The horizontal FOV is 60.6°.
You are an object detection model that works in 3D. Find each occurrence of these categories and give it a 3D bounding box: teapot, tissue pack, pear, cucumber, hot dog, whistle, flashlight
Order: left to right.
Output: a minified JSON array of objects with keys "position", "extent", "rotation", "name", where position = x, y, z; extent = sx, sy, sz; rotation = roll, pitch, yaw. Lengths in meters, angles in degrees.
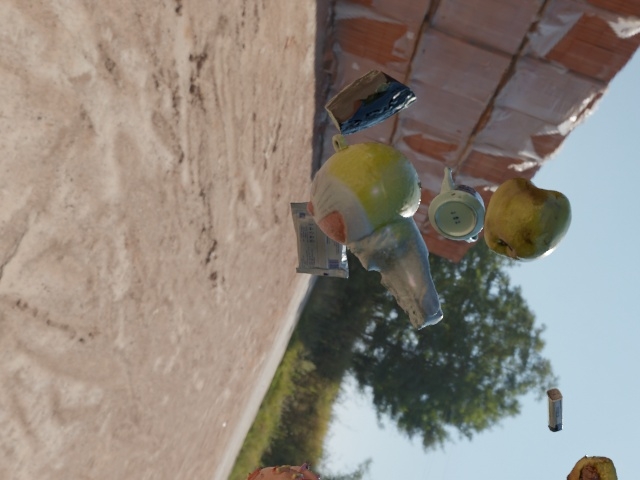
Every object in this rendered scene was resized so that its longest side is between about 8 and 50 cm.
[{"position":[0.000,0.000,1.197],"extent":[0.026,0.122,0.193],"rotation":[-73,164,-55],"name":"tissue pack"},{"position":[0.111,-0.321,1.243],"extent":[0.192,0.115,0.086],"rotation":[-30,-178,5],"name":"cucumber"},{"position":[0.057,-0.009,0.572],"extent":[0.123,0.122,0.223],"rotation":[90,-24,-84],"name":"whistle"},{"position":[0.403,-0.093,1.583],"extent":[0.158,0.232,0.159],"rotation":[-25,-161,10],"name":"teapot"},{"position":[0.484,-0.045,1.290],"extent":[0.200,0.199,0.200],"rotation":[21,90,-87],"name":"pear"},{"position":[0.316,0.230,0.739],"extent":[0.018,0.018,0.083],"rotation":[-100,171,-50],"name":"flashlight"},{"position":[0.612,0.596,1.242],"extent":[0.093,0.123,0.262],"rotation":[-26,114,-26],"name":"hot dog"}]

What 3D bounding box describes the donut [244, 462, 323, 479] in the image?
[{"position":[-0.042,0.272,0.538],"extent":[0.166,0.065,0.117],"rotation":[-10,-129,52],"name":"donut"}]
